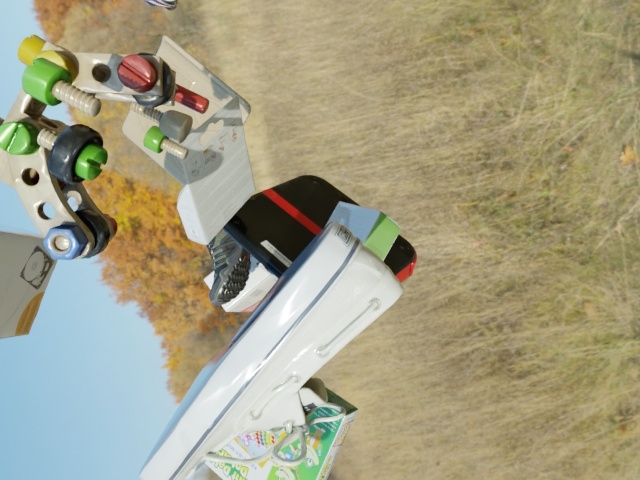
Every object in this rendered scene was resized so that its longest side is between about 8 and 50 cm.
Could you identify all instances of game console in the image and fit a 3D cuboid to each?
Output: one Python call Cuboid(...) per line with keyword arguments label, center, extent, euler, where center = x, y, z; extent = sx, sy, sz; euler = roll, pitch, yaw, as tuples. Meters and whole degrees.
Cuboid(label="game console", center=(0.000, 0.000, 1.175), extent=(0.387, 0.342, 0.060), euler=(38, 134, 23))

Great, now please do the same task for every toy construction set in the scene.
Cuboid(label="toy construction set", center=(-0.304, -0.153, 0.611), extent=(0.257, 0.237, 0.308), euler=(-63, 1, 34))

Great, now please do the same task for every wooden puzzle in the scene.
Cuboid(label="wooden puzzle", center=(-0.379, -0.345, 1.470), extent=(0.322, 0.080, 0.347), euler=(41, 120, 7))

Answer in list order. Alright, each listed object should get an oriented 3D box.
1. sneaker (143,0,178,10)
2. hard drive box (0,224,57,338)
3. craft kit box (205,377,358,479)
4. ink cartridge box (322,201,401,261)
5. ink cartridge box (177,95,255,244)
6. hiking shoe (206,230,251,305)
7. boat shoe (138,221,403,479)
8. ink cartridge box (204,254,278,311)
Cuboid(label="sneaker", center=(-0.435, -0.617, 1.270), extent=(0.071, 0.178, 0.077), euler=(-64, 2, -21))
Cuboid(label="hard drive box", center=(-0.534, 0.064, 0.819), extent=(0.232, 0.089, 0.180), euler=(92, -163, -85))
Cuboid(label="craft kit box", center=(-0.089, 0.342, 0.921), extent=(0.250, 0.061, 0.246), euler=(26, 103, 28))
Cuboid(label="ink cartridge box", center=(0.033, 0.043, 0.862), extent=(0.062, 0.209, 0.109), euler=(37, 169, -38))
Cuboid(label="ink cartridge box", center=(-0.209, -0.137, 0.993), extent=(0.189, 0.066, 0.232), euler=(-55, -32, -38))
Cuboid(label="hiking shoe", center=(-0.226, 0.045, 1.238), extent=(0.086, 0.114, 0.226), euler=(50, -124, -57))
Cuboid(label="boat shoe", center=(-0.042, 0.163, 0.569), extent=(0.156, 0.367, 0.136), euler=(39, -173, -6))
Cuboid(label="ink cartridge box", center=(-0.153, 0.073, 1.453), extent=(0.117, 0.283, 0.207), euler=(52, -176, 14))
